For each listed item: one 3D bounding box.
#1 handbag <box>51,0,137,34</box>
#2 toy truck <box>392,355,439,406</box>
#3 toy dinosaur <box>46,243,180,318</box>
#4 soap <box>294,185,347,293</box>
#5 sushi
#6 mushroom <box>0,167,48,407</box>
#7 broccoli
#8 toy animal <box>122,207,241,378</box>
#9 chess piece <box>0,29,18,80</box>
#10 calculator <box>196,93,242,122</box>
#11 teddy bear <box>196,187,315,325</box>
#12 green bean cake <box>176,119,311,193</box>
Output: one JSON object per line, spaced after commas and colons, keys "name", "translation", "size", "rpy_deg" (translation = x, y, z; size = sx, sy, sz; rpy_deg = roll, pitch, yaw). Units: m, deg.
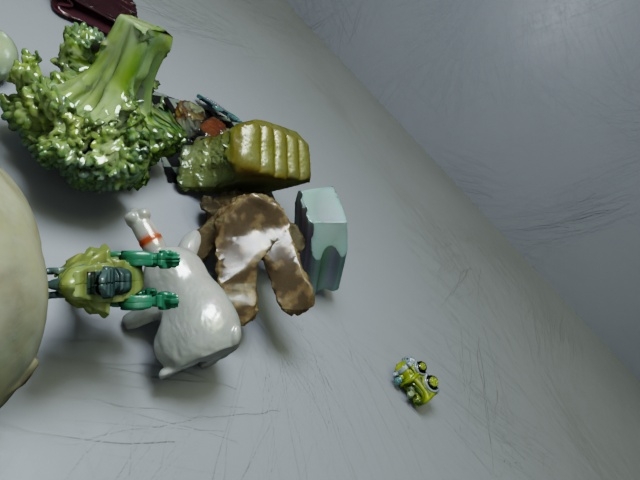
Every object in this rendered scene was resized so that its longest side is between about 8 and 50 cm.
{"name": "handbag", "translation": [-0.588, -0.625, 1.239], "size": [0.216, 0.074, 0.203], "rpy_deg": [14, 43, -44]}
{"name": "toy truck", "translation": [0.212, 0.326, 1.085], "size": [0.077, 0.076, 0.111], "rpy_deg": [-31, 77, -39]}
{"name": "toy dinosaur", "translation": [-0.288, 0.053, 0.644], "size": [0.153, 0.259, 0.094], "rpy_deg": [4, 87, -29]}
{"name": "soap", "translation": [0.000, 0.000, 1.047], "size": [0.091, 0.230, 0.145], "rpy_deg": [-10, 54, -15]}
{"name": "sushi", "translation": [-0.263, -0.260, 1.199], "size": [0.320, 0.069, 0.339], "rpy_deg": [10, 45, -45]}
{"name": "mushroom", "translation": [-0.436, 0.044, 0.412], "size": [0.336, 0.314, 0.314], "rpy_deg": [-3, 55, -52]}
{"name": "broccoli", "translation": [-0.387, -0.244, 0.852], "size": [0.277, 0.317, 0.338], "rpy_deg": [26, -6, -8]}
{"name": "toy animal", "translation": [-0.235, 0.085, 0.768], "size": [0.282, 0.138, 0.141], "rpy_deg": [51, 22, 24]}
{"name": "chess piece", "translation": [-0.645, -0.337, 0.790], "size": [0.133, 0.133, 0.243], "rpy_deg": [56, 25, 17]}
{"name": "calculator", "translation": [-0.278, -0.364, 1.306], "size": [0.141, 0.019, 0.094], "rpy_deg": [36, 11, 21]}
{"name": "teddy bear", "translation": [-0.145, 0.022, 0.939], "size": [0.247, 0.222, 0.295], "rpy_deg": [-9, 79, -16]}
{"name": "green bean cake", "translation": [-0.167, -0.173, 1.028], "size": [0.233, 0.236, 0.124], "rpy_deg": [3, 82, -49]}
